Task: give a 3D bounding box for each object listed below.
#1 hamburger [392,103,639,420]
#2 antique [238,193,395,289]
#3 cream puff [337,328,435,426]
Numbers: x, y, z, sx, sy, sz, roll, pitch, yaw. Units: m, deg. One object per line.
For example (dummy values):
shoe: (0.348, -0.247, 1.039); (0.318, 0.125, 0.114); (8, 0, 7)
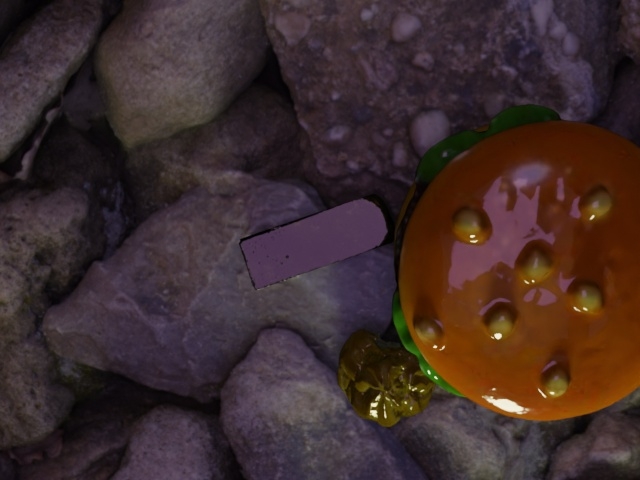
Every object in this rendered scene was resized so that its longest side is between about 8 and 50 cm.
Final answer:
hamburger: (0.283, 0.020, 1.085); (0.395, 0.277, 0.396); (0, 100, 1)
antique: (0.000, 0.000, 1.241); (0.220, 0.080, 0.081); (-18, 92, 7)
cream puff: (0.088, 0.199, 1.212); (0.156, 0.156, 0.121); (29, 79, 5)
